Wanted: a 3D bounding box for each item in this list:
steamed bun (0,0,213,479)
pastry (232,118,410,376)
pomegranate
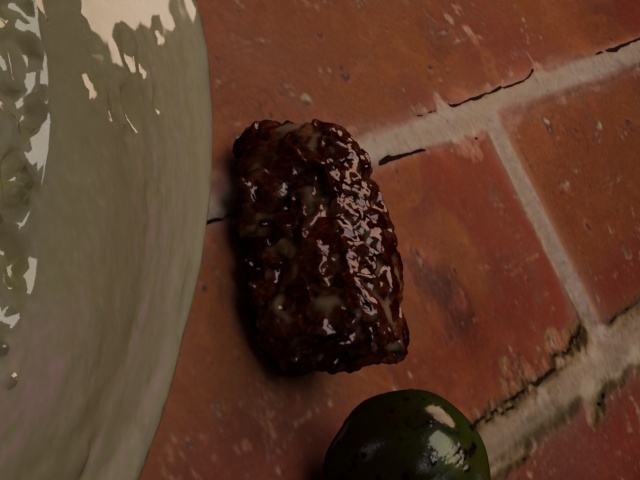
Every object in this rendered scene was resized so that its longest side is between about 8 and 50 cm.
[{"bbox_3d":[-0.259,0.037,0.643,0.456,0.371,0.290,-46,120,-51],"label":"steamed bun"},{"bbox_3d":[0.001,0.001,1.293,0.115,0.097,0.208,38,36,-49],"label":"pastry"},{"bbox_3d":[0.060,0.152,1.258,0.114,0.114,0.142,58,8,-6],"label":"pomegranate"}]
